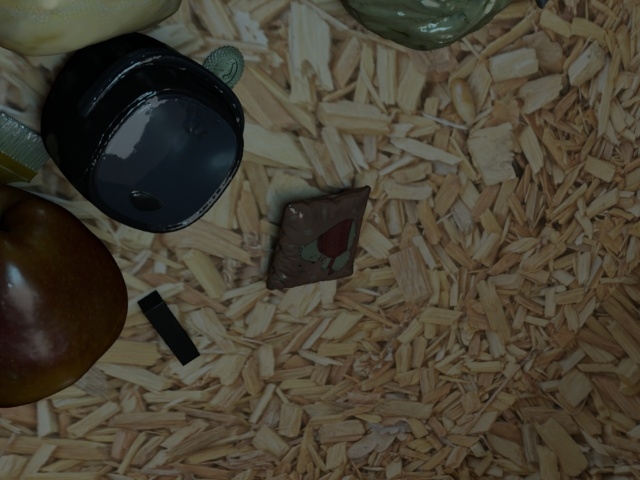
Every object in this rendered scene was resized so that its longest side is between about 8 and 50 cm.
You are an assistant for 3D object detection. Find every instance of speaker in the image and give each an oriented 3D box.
[{"bbox_3d":[-0.297,0.176,1.382,0.046,0.040,0.191,-34,139,-12],"label":"speaker"}]

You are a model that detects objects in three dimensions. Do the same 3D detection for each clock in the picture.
[{"bbox_3d":[-0.158,-0.277,1.143,0.083,0.010,0.074,-52,139,8],"label":"clock"}]

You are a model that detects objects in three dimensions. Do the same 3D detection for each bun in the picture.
[{"bbox_3d":[0.195,-0.461,1.117,0.362,0.234,0.326,0,119,-37],"label":"bun"}]

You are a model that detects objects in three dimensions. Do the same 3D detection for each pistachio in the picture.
[{"bbox_3d":[-0.300,-0.332,0.821,0.321,0.229,0.238,-20,173,-45],"label":"pistachio"}]

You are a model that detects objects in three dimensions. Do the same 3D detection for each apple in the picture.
[{"bbox_3d":[-0.438,0.083,1.010,0.288,0.288,0.317,-30,135,-17],"label":"apple"}]

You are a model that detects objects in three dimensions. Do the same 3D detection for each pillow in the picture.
[{"bbox_3d":[0.000,0.000,1.447,0.223,0.084,0.236,-15,133,-33],"label":"pillow"}]

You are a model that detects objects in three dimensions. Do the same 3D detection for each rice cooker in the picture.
[{"bbox_3d":[-0.252,-0.160,1.001,0.267,0.224,0.267,-20,133,-23],"label":"rice cooker"}]

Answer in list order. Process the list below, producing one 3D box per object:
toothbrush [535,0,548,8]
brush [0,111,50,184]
[{"bbox_3d":[0.395,-0.563,1.354,0.031,0.023,0.321,-52,140,-2],"label":"toothbrush"},{"bbox_3d":[-0.510,-0.062,1.029,0.272,0.013,0.103,-48,139,4],"label":"brush"}]
